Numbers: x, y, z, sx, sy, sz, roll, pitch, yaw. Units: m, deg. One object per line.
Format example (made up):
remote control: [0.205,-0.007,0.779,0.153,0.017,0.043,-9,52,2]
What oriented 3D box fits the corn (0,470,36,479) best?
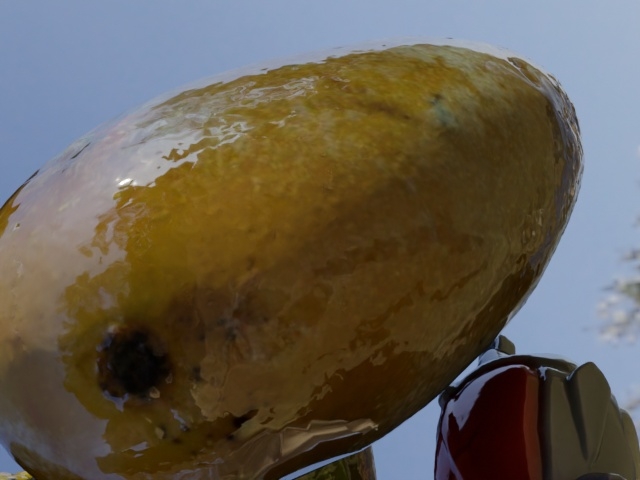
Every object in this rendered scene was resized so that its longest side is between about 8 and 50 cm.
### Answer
corn: [-0.170,0.205,0.675,0.102,0.313,0.102,31,-158,-14]

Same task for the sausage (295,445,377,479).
sausage: [-0.018,0.137,1.127,0.117,0.125,0.317,-47,-45,-40]

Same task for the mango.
mango: [0.000,0.000,0.668,0.316,0.193,0.146,-27,-83,-50]

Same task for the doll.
doll: [0.084,0.097,0.674,0.075,0.102,0.227,25,-161,-16]
